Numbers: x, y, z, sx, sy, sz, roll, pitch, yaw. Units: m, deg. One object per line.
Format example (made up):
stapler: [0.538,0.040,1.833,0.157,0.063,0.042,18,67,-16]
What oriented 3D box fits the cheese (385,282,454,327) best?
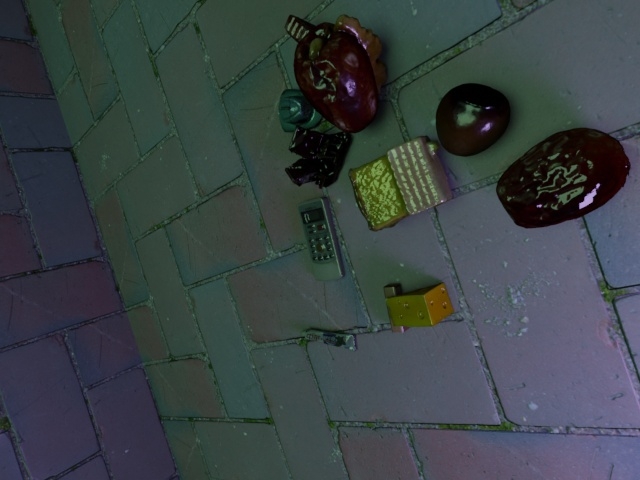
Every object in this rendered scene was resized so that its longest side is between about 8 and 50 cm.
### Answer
cheese: [0.268,0.194,1.198,0.171,0.126,0.093,-21,87,43]

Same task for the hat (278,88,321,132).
hat: [-0.088,-0.425,1.353,0.191,0.078,0.138,7,103,37]

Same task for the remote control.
remote control: [0.000,0.000,1.414,0.123,0.038,0.285,-8,96,39]

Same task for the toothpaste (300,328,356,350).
toothpaste: [0.023,0.347,1.483,0.233,0.038,0.060,2,104,35]

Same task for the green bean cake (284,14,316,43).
green bean cake: [-0.025,-0.597,1.225,0.135,0.135,0.056,44,120,22]

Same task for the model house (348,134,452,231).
model house: [0.224,-0.154,1.111,0.234,0.175,0.193,-24,85,43]

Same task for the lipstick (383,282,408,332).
lipstick: [0.232,0.207,1.277,0.045,0.045,0.145,-8,95,37]

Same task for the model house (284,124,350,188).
model house: [-0.023,-0.255,1.292,0.141,0.164,0.203,33,122,34]

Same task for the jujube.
jujube: [0.510,-0.129,0.888,0.243,0.183,0.183,-30,81,27]

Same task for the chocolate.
chocolate: [0.359,-0.283,0.999,0.176,0.176,0.177,10,107,36]

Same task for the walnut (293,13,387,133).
walnut: [0.067,-0.449,1.132,0.244,0.269,0.222,-46,43,-3]
